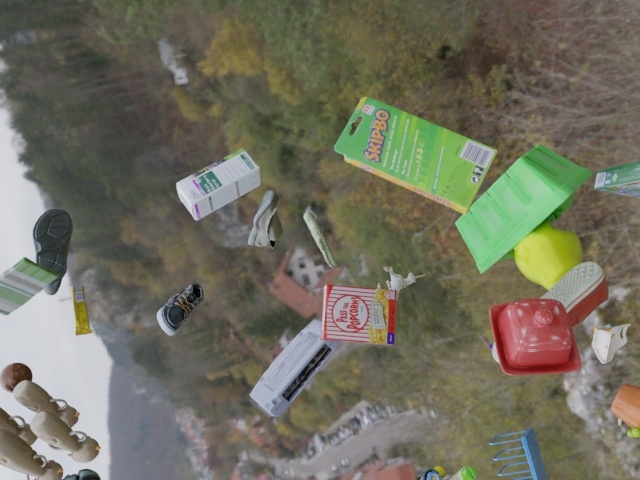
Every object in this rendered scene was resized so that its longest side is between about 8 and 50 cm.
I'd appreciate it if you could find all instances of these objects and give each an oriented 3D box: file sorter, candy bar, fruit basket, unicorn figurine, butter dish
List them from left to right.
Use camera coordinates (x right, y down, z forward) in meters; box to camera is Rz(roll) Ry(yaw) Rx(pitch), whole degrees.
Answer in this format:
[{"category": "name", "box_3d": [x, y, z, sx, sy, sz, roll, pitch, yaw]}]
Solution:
[{"category": "candy bar", "box_3d": [-0.616, 0.176, 1.710, 0.018, 0.040, 0.161, 106, 148, -42]}, {"category": "unicorn figurine", "box_3d": [0.227, 0.128, 1.989, 0.060, 0.162, 0.111, 10, 149, 52]}, {"category": "file sorter", "box_3d": [0.521, 0.593, 1.743, 0.118, 0.104, 0.170, 6, -113, -63]}, {"category": "butter dish", "box_3d": [0.425, 0.171, 1.303, 0.118, 0.159, 0.160, 83, -177, -57]}, {"category": "fruit basket", "box_3d": [0.607, -0.024, 1.850, 0.392, 0.283, 0.392, 16, 118, 32]}]

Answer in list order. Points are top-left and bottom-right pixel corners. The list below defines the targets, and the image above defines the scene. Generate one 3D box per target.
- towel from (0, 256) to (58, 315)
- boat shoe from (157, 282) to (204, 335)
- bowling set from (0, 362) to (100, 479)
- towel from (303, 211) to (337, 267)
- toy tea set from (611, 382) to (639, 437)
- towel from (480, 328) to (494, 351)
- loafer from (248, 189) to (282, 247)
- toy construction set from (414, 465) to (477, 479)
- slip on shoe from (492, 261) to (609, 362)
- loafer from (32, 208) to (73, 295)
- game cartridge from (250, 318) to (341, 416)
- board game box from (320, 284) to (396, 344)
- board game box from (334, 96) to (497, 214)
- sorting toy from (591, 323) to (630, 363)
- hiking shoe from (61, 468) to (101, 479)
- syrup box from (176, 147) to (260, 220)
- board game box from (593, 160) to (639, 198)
[{"category": "towel", "box_3d": [-0.664, 0.100, 1.449, 0.023, 0.152, 0.113, 54, -178, 29]}, {"category": "boat shoe", "box_3d": [-0.337, 0.160, 1.622, 0.065, 0.083, 0.183, 50, -169, -15]}, {"category": "bowling set", "box_3d": [-0.488, 0.314, 1.140, 0.154, 0.287, 0.200, 53, -156, -37]}, {"category": "towel", "box_3d": [0.000, 0.000, 1.727, 0.110, 0.027, 0.148, 62, 179, 37]}, {"category": "toy tea set", "box_3d": [0.767, 0.295, 1.465, 0.124, 0.200, 0.336, 27, 93, 38]}, {"category": "towel", "box_3d": [0.573, 0.336, 2.199, 0.083, 0.060, 0.009, 53, 154, 14]}, {"category": "loafer", "box_3d": [-0.143, -0.055, 1.911, 0.251, 0.087, 0.094, 116, 175, -60]}, {"category": "toy construction set", "box_3d": [0.262, 0.602, 1.403, 0.215, 0.327, 0.151, 46, 132, 18]}, {"category": "slip on shoe", "box_3d": [0.554, 0.190, 1.590, 0.101, 0.331, 0.123, 51, 178, -20]}, {"category": "loafer", "box_3d": [-0.690, 0.027, 1.709, 0.267, 0.096, 0.084, -108, 30, -47]}, {"category": "game cartridge", "box_3d": [-0.070, 0.351, 1.877, 0.060, 0.294, 0.196, 47, 165, -20]}, {"category": "board game box", "box_3d": [0.101, 0.199, 1.774, 0.045, 0.193, 0.147, 125, 149, -75]}, {"category": "board game box", "box_3d": [0.163, -0.153, 1.169, 0.259, 0.124, 0.039, 26, 166, 12]}, {"category": "sorting toy", "box_3d": [0.605, 0.201, 1.375, 0.045, 0.075, 0.083, -124, 23, -53]}, {"category": "hiking shoe", "box_3d": [-0.553, 0.582, 1.336, 0.132, 0.304, 0.113, 25, 129, 34]}, {"category": "syrup box", "box_3d": [-0.304, -0.169, 2.005, 0.093, 0.237, 0.096, 51, 160, 23]}, {"category": "board game box", "box_3d": [0.712, -0.114, 1.295, 0.317, 0.213, 0.046, 169, 113, -84]}]
